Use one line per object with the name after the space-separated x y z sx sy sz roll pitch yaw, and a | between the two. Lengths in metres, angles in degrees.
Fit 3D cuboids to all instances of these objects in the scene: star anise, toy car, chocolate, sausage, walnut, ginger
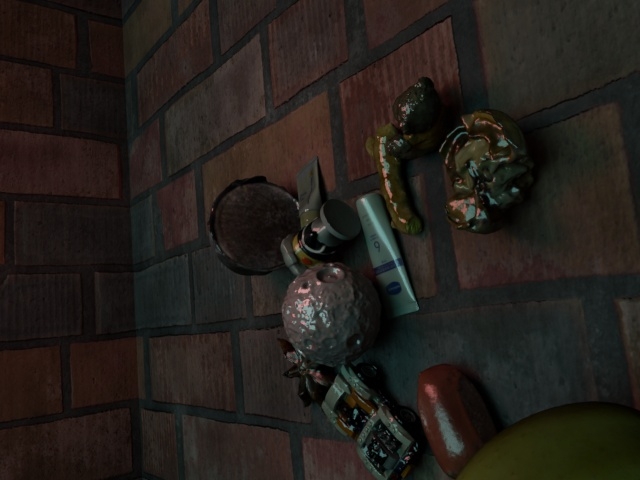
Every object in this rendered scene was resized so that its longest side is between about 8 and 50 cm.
-0.029 0.355 1.618 0.288 0.088 0.288 13 110 40 | star anise
0.127 0.449 1.399 0.301 0.118 0.193 47 122 38 | toy car
-0.207 -0.017 1.741 0.213 0.303 0.303 133 128 -62 | chocolate
0.282 0.378 1.183 0.148 0.148 0.255 -45 55 41 | sausage
0.335 -0.140 1.132 0.204 0.141 0.238 55 133 51 | walnut
0.180 -0.147 1.386 0.118 0.065 0.299 134 128 -57 | ginger

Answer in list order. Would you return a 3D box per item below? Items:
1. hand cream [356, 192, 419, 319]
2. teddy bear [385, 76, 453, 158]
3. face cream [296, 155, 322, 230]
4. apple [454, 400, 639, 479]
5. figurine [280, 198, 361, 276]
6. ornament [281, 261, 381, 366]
0.165 0.032 1.426 0.109 0.067 0.321 -27 75 47 | hand cream
0.218 -0.271 1.250 0.140 0.190 0.177 20 86 20 | teddy bear
-0.035 -0.132 1.671 0.114 0.070 0.224 -36 53 45 | face cream
0.408 0.457 0.793 0.473 0.473 0.474 -2 88 52 | apple
0.000 0.000 1.519 0.236 0.176 0.133 -44 68 39 | figurine
0.029 0.174 1.415 0.259 0.259 0.225 40 144 45 | ornament
